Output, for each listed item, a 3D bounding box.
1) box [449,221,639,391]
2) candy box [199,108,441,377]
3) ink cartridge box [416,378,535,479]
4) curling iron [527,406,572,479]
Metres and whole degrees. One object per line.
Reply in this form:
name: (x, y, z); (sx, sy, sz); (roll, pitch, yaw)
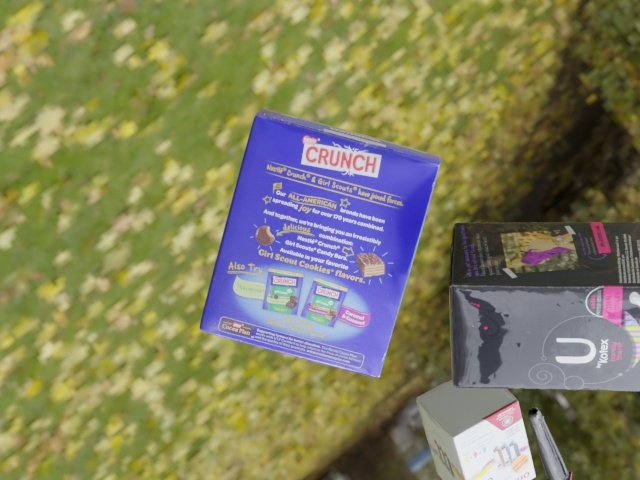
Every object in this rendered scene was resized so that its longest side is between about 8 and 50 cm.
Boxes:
box: (0.296, 0.080, 1.807); (0.270, 0.165, 0.143); (0, -146, 8)
candy box: (0.000, 0.000, 2.061); (0.122, 0.268, 0.317); (-83, -171, -79)
ink cartridge box: (0.255, 0.323, 2.393); (0.128, 0.176, 0.127); (-28, -145, -14)
curling iron: (0.319, 0.323, 1.914); (0.035, 0.274, 0.068); (-22, -153, -2)
